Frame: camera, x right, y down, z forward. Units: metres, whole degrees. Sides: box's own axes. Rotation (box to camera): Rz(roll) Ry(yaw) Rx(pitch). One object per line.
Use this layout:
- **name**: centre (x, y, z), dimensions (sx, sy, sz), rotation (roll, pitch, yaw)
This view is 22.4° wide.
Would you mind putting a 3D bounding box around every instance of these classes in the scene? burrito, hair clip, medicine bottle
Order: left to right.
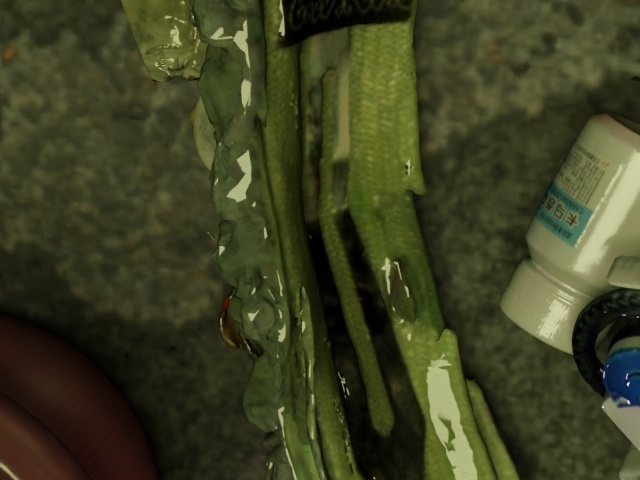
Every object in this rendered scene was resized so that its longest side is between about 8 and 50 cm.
- **burrito**: centre (-0.069, -0.143, 0.649), dimensions (0.051, 0.042, 0.171), rotation (-21, 103, -17)
- **hair clip**: centre (-0.001, -0.001, 0.634), dimensions (0.091, 0.138, 0.321), rotation (1, 104, 40)
- **medicine bottle**: centre (0.110, -0.002, 0.641), dimensions (0.052, 0.052, 0.089), rotation (28, 104, 4)

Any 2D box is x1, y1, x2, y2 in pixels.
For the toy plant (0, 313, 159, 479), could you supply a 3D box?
- **toy plant**: centre (-0.195, 0.161, 0.578), dimensions (0.317, 0.356, 0.211), rotation (-36, 101, 13)

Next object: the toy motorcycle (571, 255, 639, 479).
- **toy motorcycle**: centre (0.189, 0.092, 0.614), dimensions (0.150, 0.102, 0.221), rotation (-11, 119, 36)
